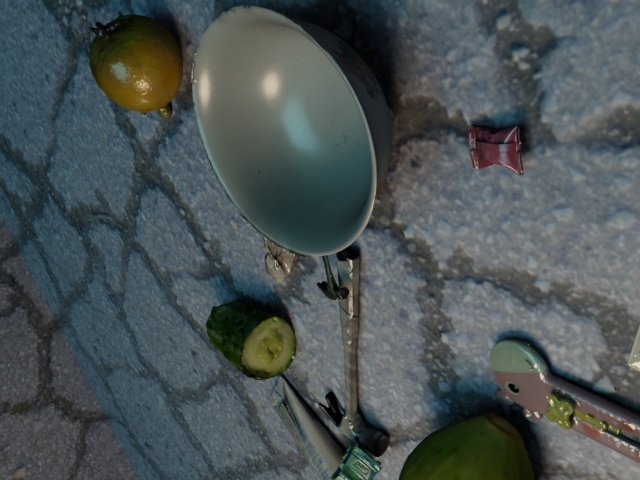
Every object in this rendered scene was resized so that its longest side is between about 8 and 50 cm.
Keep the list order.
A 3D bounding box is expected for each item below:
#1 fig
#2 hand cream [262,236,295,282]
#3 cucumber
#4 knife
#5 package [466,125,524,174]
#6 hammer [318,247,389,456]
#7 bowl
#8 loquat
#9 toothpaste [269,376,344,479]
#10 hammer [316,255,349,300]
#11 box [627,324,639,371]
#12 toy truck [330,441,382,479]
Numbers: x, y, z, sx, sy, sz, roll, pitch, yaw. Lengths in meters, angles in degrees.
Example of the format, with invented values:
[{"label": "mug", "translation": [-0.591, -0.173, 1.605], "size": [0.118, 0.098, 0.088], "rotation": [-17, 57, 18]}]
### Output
[{"label": "fig", "translation": [0.218, 0.375, 1.017], "size": [0.207, 0.207, 0.230], "rotation": [40, 140, 24]}, {"label": "hand cream", "translation": [-0.077, -0.020, 1.191], "size": [0.050, 0.084, 0.256], "rotation": [38, 143, 37]}, {"label": "cucumber", "translation": [-0.164, 0.183, 1.401], "size": [0.244, 0.134, 0.134], "rotation": [22, 130, 51]}, {"label": "knife", "translation": [0.386, 0.245, 0.871], "size": [0.399, 0.038, 0.132], "rotation": [23, 133, 38]}, {"label": "package", "translation": [0.212, -0.111, 0.834], "size": [0.083, 0.029, 0.059], "rotation": [16, 123, 53]}, {"label": "hammer", "translation": [0.060, 0.198, 1.214], "size": [0.152, 0.044, 0.426], "rotation": [27, 132, 36]}, {"label": "bowl", "translation": [-0.010, -0.163, 0.945], "size": [0.346, 0.157, 0.345], "rotation": [29, 135, 34]}, {"label": "loquat", "translation": [-0.319, -0.302, 1.214], "size": [0.172, 0.149, 0.204], "rotation": [17, 141, 40]}, {"label": "toothpaste", "translation": [-0.010, 0.422, 1.432], "size": [0.299, 0.073, 0.114], "rotation": [49, 143, 26]}, {"label": "hammer", "translation": [0.000, 0.000, 1.126], "size": [0.078, 0.021, 0.200], "rotation": [-10, 94, 64]}, {"label": "box", "translation": [0.362, -0.056, 0.558], "size": [0.065, 0.200, 0.343], "rotation": [30, 135, 37]}, {"label": "toy truck", "translation": [0.060, 0.429, 1.291], "size": [0.067, 0.081, 0.175], "rotation": [39, 165, 7]}]
